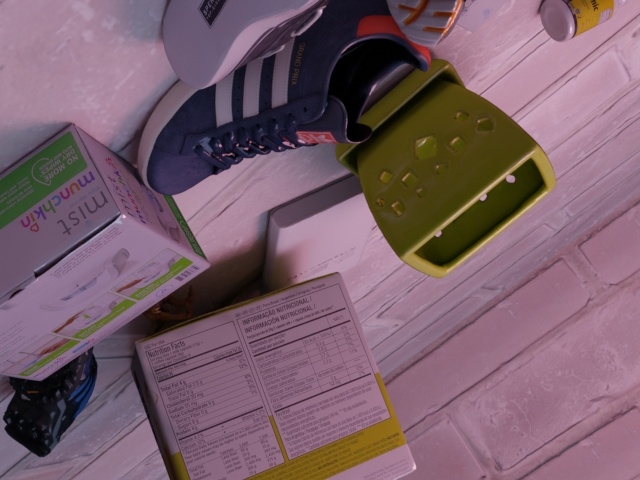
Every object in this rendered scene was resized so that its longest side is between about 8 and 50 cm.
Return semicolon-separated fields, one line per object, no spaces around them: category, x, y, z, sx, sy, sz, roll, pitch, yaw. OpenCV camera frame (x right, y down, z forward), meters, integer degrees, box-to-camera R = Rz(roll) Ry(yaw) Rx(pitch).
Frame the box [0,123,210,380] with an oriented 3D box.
box;-0.292;0.030;0.903;0.262;0.127;0.231;-34;159;5

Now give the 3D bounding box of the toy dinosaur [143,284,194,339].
toy dinosaur;-0.252;0.107;1.266;0.112;0.064;0.211;-5;154;1

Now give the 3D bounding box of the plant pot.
plant pot;0.165;-0.102;1.137;0.228;0.207;0.227;-41;159;10

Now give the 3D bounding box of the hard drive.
hard drive;0.000;0.000;1.385;0.203;0.040;0.307;-25;159;-19

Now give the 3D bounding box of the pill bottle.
pill bottle;0.369;-0.327;1.137;0.116;0.065;0.065;-28;160;-13

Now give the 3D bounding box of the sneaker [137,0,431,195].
sneaker;-0.039;-0.134;0.861;0.350;0.148;0.131;-38;159;15

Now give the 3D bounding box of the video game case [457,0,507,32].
video game case;0.200;-0.318;0.974;0.143;0.019;0.157;-42;158;26

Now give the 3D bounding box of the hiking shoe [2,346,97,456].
hiking shoe;-0.384;0.182;1.200;0.304;0.113;0.132;-58;178;39

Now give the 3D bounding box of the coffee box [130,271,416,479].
coffee box;-0.099;0.282;1.348;0.338;0.334;0.337;-19;171;-18

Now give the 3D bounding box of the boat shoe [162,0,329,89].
boat shoe;-0.033;-0.219;0.679;0.102;0.108;0.301;-29;179;-33

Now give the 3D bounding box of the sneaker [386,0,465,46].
sneaker;0.117;-0.285;0.750;0.083;0.084;0.215;-26;131;-48
